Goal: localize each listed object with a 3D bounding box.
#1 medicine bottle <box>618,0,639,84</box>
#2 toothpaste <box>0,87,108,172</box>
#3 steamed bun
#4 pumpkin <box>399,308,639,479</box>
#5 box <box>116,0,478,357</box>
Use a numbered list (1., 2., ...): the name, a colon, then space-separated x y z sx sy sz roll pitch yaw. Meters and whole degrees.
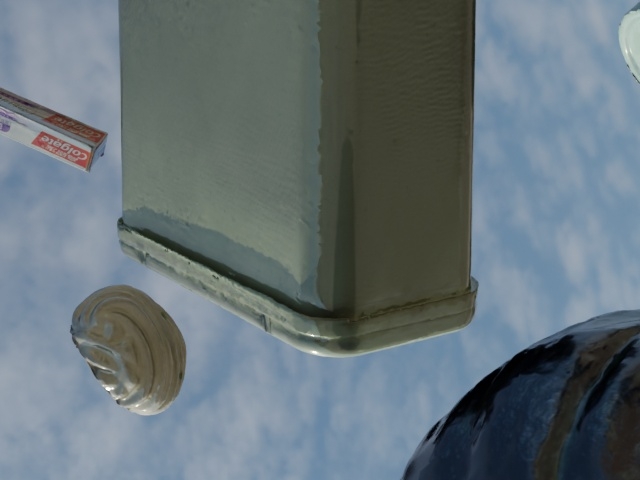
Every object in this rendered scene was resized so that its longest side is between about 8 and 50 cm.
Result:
1. medicine bottle: 0.451 -0.264 1.031 0.318 0.158 0.158 -40 -64 -10
2. toothpaste: -0.330 -0.135 1.143 0.196 0.040 0.047 24 -145 -2
3. steamed bun: -0.237 0.133 1.346 0.183 0.106 0.183 55 178 3
4. pumpkin: 0.193 0.211 0.520 0.266 0.363 0.363 -11 -91 -41
5. box: -0.033 -0.123 0.869 0.177 0.352 0.344 -12 -69 -34
